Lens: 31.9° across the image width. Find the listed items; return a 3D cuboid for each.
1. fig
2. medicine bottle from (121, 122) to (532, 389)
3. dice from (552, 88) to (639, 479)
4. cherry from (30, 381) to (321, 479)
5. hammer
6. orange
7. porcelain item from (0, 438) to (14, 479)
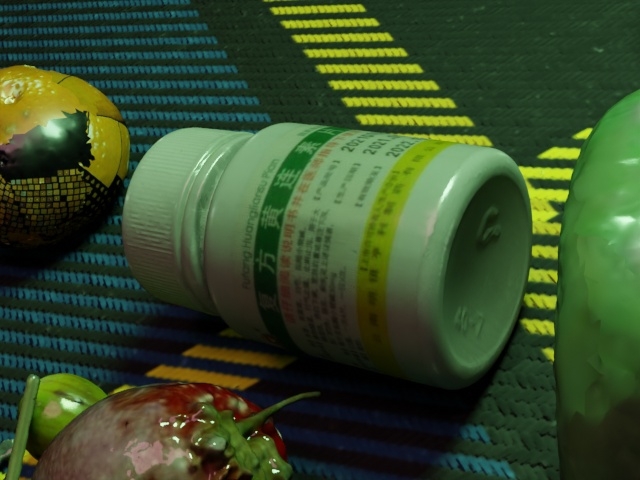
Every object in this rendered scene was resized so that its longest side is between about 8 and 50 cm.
[{"bbox_3d":[-0.209,0.187,1.037,0.166,0.093,0.093,29,64,23],"label":"fig"},{"bbox_3d":[0.000,0.000,1.021,0.339,0.208,0.208,11,54,32],"label":"medicine bottle"},{"bbox_3d":[0.323,0.083,0.685,0.330,0.318,0.322,-2,36,18],"label":"dice"},{"bbox_3d":[-0.138,0.201,0.914,0.249,0.175,0.192,-10,8,27],"label":"cherry"},{"bbox_3d":[-0.283,0.214,1.009,0.060,0.028,0.195,10,87,35],"label":"hammer"},{"bbox_3d":[-0.336,-0.101,1.303,0.234,0.182,0.234,-7,36,5],"label":"orange"},{"bbox_3d":[-0.324,0.223,1.089,0.136,0.021,0.075,22,60,38],"label":"porcelain item"}]
